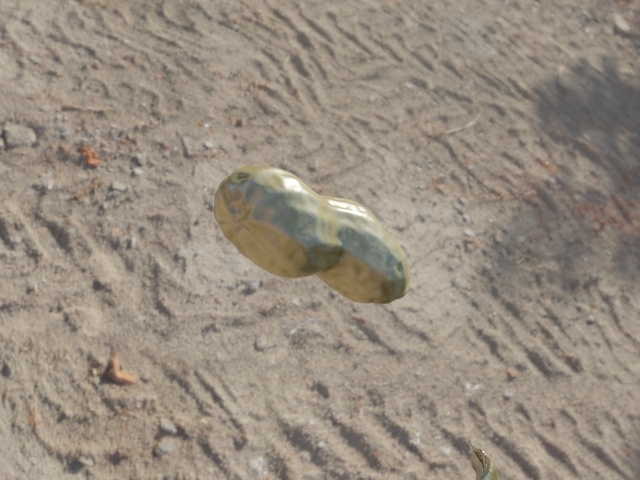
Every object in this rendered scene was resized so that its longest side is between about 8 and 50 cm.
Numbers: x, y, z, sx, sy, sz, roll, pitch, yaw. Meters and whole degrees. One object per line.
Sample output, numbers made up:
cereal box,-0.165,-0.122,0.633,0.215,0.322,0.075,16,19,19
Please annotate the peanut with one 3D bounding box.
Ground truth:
peanut,0.000,0.000,0.563,0.187,0.082,0.082,22,44,-32

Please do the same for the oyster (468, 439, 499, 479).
oyster,0.163,0.326,0.726,0.107,0.232,0.161,23,49,27
